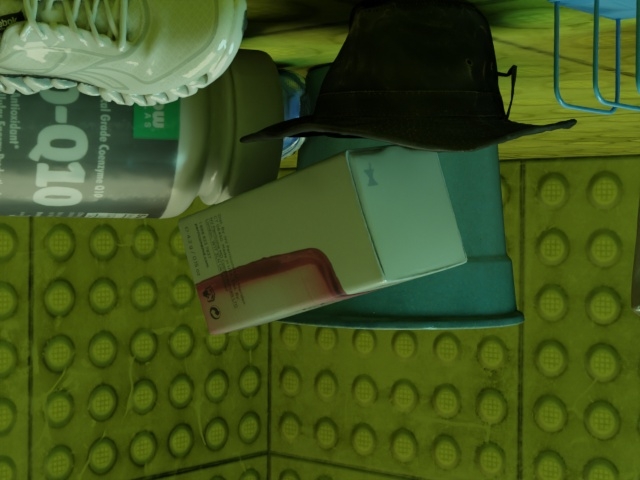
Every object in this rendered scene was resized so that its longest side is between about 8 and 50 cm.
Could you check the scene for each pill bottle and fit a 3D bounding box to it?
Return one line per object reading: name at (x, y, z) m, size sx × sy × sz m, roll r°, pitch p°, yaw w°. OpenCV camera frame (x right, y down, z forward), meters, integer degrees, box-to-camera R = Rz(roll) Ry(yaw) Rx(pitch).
pill bottle at (-0.234, -0.124, 1.162) m, size 0.361 × 0.204 × 0.204 m, roll 0°, pitch -179°, yaw -20°

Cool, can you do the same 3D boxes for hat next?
hat at (0.085, -0.159, 1.047) m, size 0.331 × 0.134 × 0.331 m, roll 0°, pitch -171°, yaw 0°

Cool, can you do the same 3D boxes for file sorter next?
file sorter at (0.296, -0.167, 0.949) m, size 0.170 × 0.104 × 0.118 m, roll 2°, pitch -179°, yaw 44°

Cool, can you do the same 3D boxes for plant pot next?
plant pot at (0.104, -0.060, 1.499) m, size 0.341 × 0.334 × 0.341 m, roll 1°, pitch 180°, yaw 0°

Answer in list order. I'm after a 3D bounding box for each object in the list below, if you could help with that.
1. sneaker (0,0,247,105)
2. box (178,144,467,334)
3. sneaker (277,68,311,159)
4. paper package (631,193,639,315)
sneaker at (-0.202, -0.176, 0.929) m, size 0.292 × 0.110 × 0.118 m, roll 0°, pitch 172°, yaw 23°
box at (0.000, 0.000, 1.097) m, size 0.232 × 0.126 × 0.149 m, roll -19°, pitch 175°, yaw 39°
sneaker at (-0.161, -0.164, 1.463) m, size 0.330 × 0.129 × 0.147 m, roll 1°, pitch -177°, yaw 32°
paper package at (0.464, -0.065, 1.216) m, size 0.168 × 0.309 × 0.325 m, roll 6°, pitch -178°, yaw 28°
